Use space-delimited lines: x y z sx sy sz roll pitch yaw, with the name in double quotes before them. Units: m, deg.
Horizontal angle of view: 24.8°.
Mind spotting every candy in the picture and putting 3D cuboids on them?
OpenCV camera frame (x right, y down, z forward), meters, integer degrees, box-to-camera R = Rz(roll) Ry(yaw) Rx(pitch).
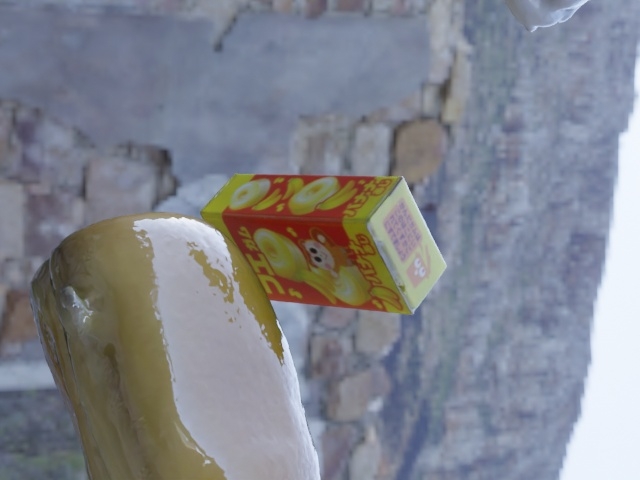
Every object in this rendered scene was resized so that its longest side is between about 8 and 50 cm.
"candy" 0.000 0.000 1.724 0.276 0.088 0.146 1 -48 43

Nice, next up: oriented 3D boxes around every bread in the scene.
"bread" -0.154 0.173 1.595 0.348 0.253 0.376 120 -47 -63

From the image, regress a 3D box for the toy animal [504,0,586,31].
"toy animal" 0.366 -0.358 1.604 0.194 0.357 0.257 -107 -171 -48
